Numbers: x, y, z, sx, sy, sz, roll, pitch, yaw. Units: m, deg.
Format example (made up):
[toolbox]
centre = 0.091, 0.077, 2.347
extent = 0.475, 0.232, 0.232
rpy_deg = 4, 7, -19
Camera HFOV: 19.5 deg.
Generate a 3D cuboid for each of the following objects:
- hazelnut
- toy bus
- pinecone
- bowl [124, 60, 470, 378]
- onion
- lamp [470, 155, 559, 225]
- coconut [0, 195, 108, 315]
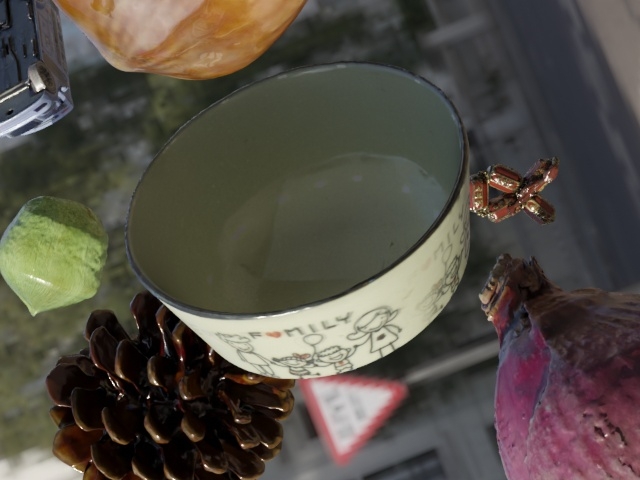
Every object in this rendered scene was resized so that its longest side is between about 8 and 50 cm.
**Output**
[hazelnut]
centre = -0.072, -0.160, 0.962
extent = 0.150, 0.150, 0.150
rpy_deg = -22, -90, -86
[toy bus]
centre = -0.246, -0.146, 1.525
extent = 0.076, 0.073, 0.167
rpy_deg = 48, -158, -47
[pinecone]
centre = -0.140, 0.163, 1.947
extent = 0.264, 0.264, 0.264
rpy_deg = -22, -90, -86
[bowl]
centre = 0.000, 0.000, 1.246
extent = 0.238, 0.237, 0.126
rpy_deg = -108, -6, -47
[onion]
centre = 0.260, 0.129, 1.532
extent = 0.349, 0.267, 0.159
rpy_deg = 47, 157, 11
[lamp]
centre = 0.169, -0.044, 1.648
extent = 0.031, 0.083, 0.063
rpy_deg = -85, -3, -77
[coconut]
centre = -0.210, 0.013, 1.454
extent = 0.088, 0.087, 0.096
rpy_deg = 30, -98, -83
